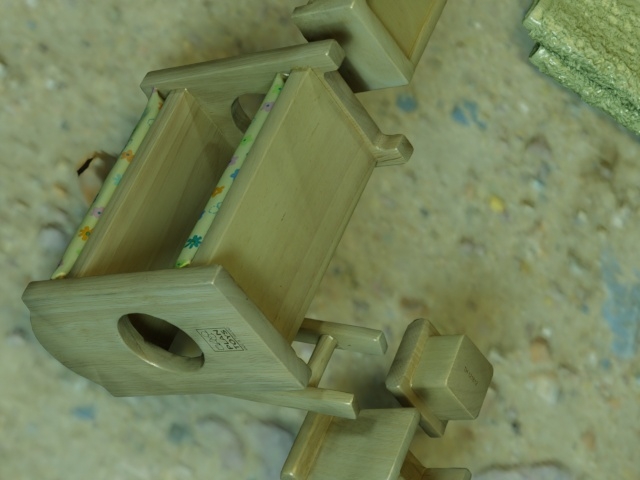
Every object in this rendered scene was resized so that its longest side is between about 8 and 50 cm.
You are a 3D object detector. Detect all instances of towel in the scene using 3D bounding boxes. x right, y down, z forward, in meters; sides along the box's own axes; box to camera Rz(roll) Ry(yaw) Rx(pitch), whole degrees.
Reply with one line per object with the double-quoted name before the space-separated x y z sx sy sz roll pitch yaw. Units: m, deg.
"towel" 0.163 -0.090 0.900 0.148 0.027 0.110 34 58 -15

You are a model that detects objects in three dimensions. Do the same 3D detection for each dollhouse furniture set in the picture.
"dollhouse furniture set" 0.000 0.000 0.746 0.161 0.101 0.182 52 49 -34
